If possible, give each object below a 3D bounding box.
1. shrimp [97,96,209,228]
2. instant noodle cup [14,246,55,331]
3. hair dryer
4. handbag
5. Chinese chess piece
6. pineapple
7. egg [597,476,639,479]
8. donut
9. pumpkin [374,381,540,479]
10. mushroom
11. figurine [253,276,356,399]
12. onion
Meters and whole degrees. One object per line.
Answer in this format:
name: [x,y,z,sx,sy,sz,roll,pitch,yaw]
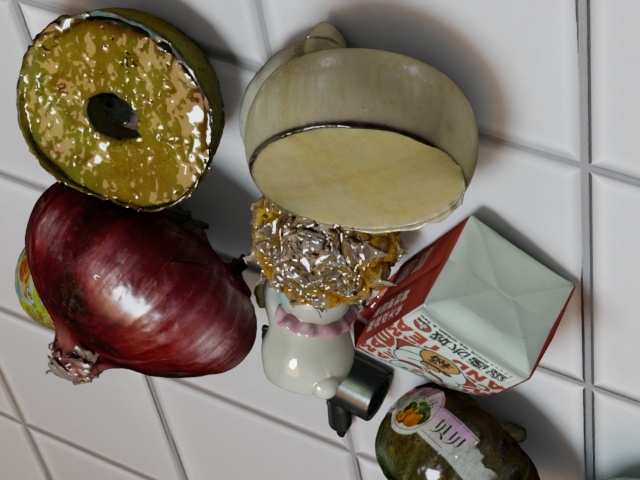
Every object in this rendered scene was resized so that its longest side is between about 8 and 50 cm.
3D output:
shrimp: [-0.289,-0.108,2.152,0.185,0.068,0.287,6,138,37]
instant noodle cup: [-0.342,0.058,2.321,0.153,0.205,0.205,9,141,52]
hair dryer: [0.003,0.225,2.320,0.196,0.078,0.248,26,152,18]
handbag: [0.159,0.109,1.940,0.171,0.151,0.298,34,152,-7]
Chinese chess piece: [0.044,-0.105,1.728,0.257,0.104,0.257,6,153,3]
pineapple: [0.000,0.000,1.935,0.225,0.076,0.224,7,112,18]
egg: [0.390,0.463,2.061,0.276,0.276,0.389,25,144,17]
donut: [-0.236,-0.167,1.935,0.272,0.107,0.272,9,115,19]
pumpkin: [0.197,0.301,2.132,0.260,0.189,0.260,52,172,11]
mushroom: [-0.032,-0.176,1.813,0.092,0.081,0.223,40,147,1]
figurine: [-0.013,0.075,2.084,0.155,0.127,0.235,-123,36,-60]
onion: [-0.259,0.078,2.087,0.348,0.285,0.347,36,176,3]
